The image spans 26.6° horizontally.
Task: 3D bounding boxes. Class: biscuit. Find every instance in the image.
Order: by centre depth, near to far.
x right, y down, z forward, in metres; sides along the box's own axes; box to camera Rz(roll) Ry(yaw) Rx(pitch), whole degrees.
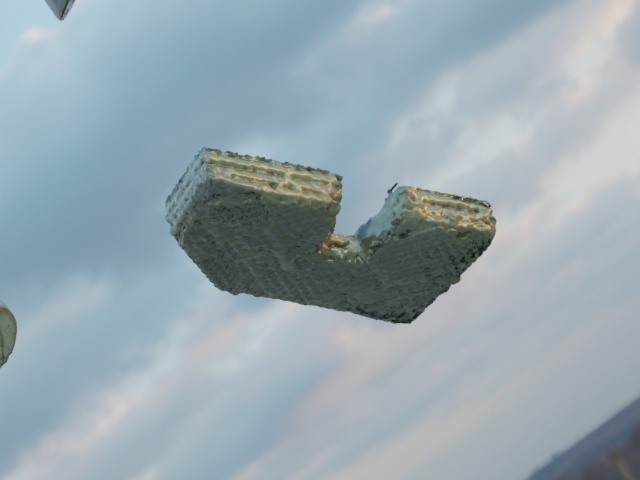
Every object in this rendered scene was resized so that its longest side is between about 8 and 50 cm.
[{"bbox_3d":[0.000,0.000,1.032,0.249,0.046,0.147,12,-36,-25],"label":"biscuit"}]

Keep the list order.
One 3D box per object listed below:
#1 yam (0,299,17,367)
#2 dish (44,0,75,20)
[{"bbox_3d":[-0.334,0.003,0.968,0.071,0.317,0.067,-31,-41,-40],"label":"yam"},{"bbox_3d":[-0.235,-0.306,1.290,0.191,0.066,0.191,-60,11,21],"label":"dish"}]
